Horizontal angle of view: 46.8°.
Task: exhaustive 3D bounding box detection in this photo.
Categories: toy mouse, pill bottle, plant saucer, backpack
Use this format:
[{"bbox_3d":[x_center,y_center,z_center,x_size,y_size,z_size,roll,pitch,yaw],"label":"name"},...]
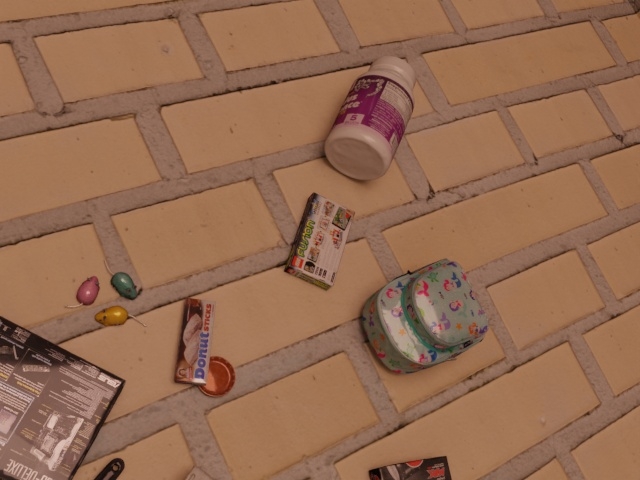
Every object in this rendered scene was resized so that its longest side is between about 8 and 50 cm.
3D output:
[{"bbox_3d":[-0.424,0.098,1.473,0.161,0.031,0.143,4,67,-23],"label":"toy mouse"},{"bbox_3d":[0.134,-0.310,1.825,0.169,0.169,0.301,30,58,-10],"label":"pill bottle"},{"bbox_3d":[-0.214,0.276,1.501,0.084,0.013,0.083,10,64,-21],"label":"plant saucer"},{"bbox_3d":[0.232,0.173,1.656,0.254,0.191,0.225,-19,78,-25],"label":"backpack"}]

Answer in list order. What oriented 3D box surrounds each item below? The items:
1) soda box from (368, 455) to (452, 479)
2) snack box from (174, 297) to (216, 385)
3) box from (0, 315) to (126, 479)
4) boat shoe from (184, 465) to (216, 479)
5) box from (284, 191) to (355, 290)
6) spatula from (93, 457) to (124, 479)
[{"bbox_3d":[0.191,0.498,1.564,0.169,0.053,0.060,-2,69,-26],"label":"soda box"},{"bbox_3d":[-0.253,0.204,1.499,0.064,0.022,0.178,9,60,-13],"label":"snack box"},{"bbox_3d":[-0.541,0.291,1.309,0.307,0.076,0.242,29,59,-10],"label":"box"},{"bbox_3d":[-0.289,0.517,1.317,0.088,0.096,0.267,41,60,9],"label":"boat shoe"},{"bbox_3d":[0.000,0.000,1.706,0.114,0.036,0.207,25,60,-12],"label":"box"},{"bbox_3d":[-0.449,0.500,1.286,0.084,0.030,0.296,40,58,-1],"label":"spatula"}]
